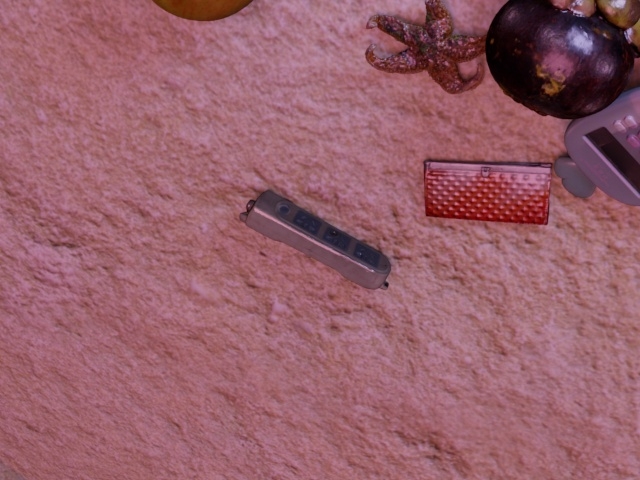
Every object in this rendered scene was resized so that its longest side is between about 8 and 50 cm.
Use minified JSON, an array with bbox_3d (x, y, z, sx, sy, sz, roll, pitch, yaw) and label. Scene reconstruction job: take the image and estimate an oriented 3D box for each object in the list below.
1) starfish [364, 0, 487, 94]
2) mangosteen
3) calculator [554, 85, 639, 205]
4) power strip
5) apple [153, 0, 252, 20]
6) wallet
[{"bbox_3d":[0.170,-0.283,1.045,0.210,0.053,0.150,-2,132,16],"label":"starfish"},{"bbox_3d":[0.320,-0.262,0.914,0.192,0.192,0.217,33,112,-3],"label":"mangosteen"},{"bbox_3d":[0.444,-0.126,0.981,0.185,0.041,0.299,41,152,-14],"label":"calculator"},{"bbox_3d":[-0.001,0.002,1.251,0.286,0.080,0.048,30,124,-1],"label":"power strip"},{"bbox_3d":[-0.165,-0.398,0.996,0.196,0.196,0.195,9,123,14],"label":"apple"},{"bbox_3d":[0.262,-0.077,1.146,0.197,0.020,0.103,4,121,17],"label":"wallet"}]
